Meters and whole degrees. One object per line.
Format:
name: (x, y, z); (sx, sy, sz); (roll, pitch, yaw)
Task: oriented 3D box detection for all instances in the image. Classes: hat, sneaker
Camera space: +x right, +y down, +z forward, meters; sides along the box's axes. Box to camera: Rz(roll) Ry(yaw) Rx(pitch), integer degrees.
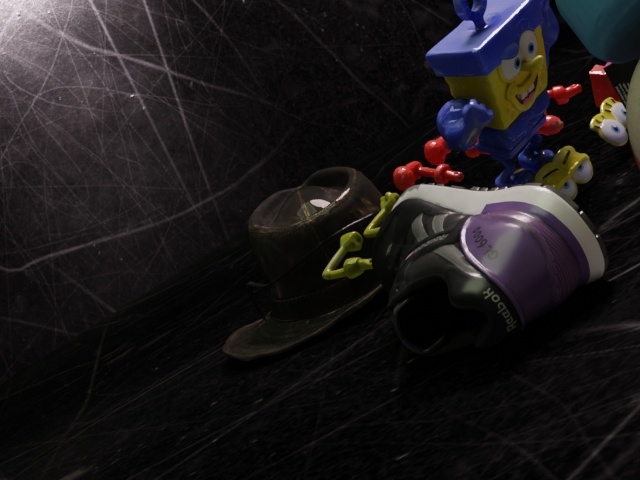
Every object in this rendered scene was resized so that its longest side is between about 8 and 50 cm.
hat: (0.000, 0.000, 1.415); (0.331, 0.134, 0.331); (-31, 7, 4)
sneaker: (0.084, 0.027, 0.999); (0.124, 0.107, 0.283); (-39, 9, -20)

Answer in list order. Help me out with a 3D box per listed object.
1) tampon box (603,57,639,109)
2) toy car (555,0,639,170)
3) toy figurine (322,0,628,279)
tampon box: (0.361, -0.165, 1.200); (0.161, 0.101, 0.120); (-26, 8, 30)
toy car: (0.262, -0.061, 0.672); (0.210, 0.219, 0.238); (-35, -23, 4)
toy figurine: (0.130, -0.133, 1.232); (0.191, 0.217, 0.362); (14, 45, 42)
